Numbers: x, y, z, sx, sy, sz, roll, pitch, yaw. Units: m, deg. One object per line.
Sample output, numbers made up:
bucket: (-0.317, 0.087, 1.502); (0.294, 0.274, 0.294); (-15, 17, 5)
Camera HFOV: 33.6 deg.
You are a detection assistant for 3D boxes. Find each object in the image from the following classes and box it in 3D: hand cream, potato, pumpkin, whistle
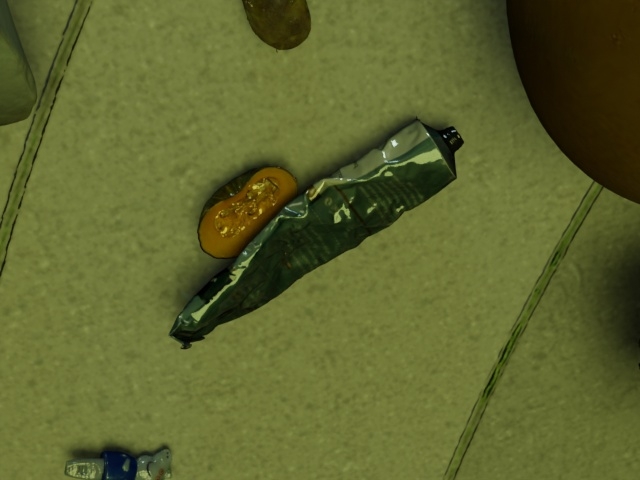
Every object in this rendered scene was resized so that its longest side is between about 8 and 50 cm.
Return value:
hand cream: (0.000, 0.000, 0.753); (0.248, 0.052, 0.075); (-39, 150, 2)
potato: (-0.028, -0.169, 0.691); (0.046, 0.045, 0.092); (-19, 123, -42)
pumpkin: (-0.054, -0.024, 0.752); (0.083, 0.028, 0.050); (-34, 130, -3)
whistle: (-0.154, 0.174, 0.814); (0.083, 0.029, 0.033); (6, 102, -23)

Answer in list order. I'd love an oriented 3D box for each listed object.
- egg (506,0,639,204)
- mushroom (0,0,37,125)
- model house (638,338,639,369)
egg: (0.264, -0.179, 0.608); (0.282, 0.282, 0.351); (36, 99, -21)
mushroom: (-0.371, -0.101, 0.592); (0.396, 0.177, 0.126); (-10, 85, -5)
model house: (0.418, 0.139, 0.790); (0.317, 0.297, 0.282); (-30, 157, -2)
